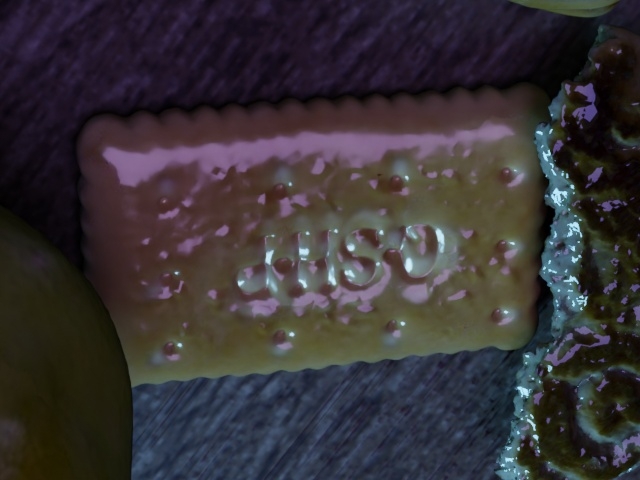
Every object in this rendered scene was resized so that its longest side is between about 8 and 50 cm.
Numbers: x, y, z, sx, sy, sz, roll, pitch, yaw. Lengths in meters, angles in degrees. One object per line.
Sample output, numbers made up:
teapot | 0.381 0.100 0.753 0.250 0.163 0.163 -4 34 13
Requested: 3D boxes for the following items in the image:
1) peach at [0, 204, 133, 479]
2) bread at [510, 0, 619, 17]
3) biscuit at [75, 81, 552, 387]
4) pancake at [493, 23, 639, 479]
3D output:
peach | -0.244 0.116 0.703 0.315 0.281 0.314 35 72 -42
bread | 0.077 -0.171 0.756 0.200 0.077 0.116 8 105 -17
biscuit | 0.000 0.000 0.841 0.249 0.030 0.160 -4 116 -11
pancake | 0.164 0.034 0.873 0.266 0.057 0.244 34 102 -28
